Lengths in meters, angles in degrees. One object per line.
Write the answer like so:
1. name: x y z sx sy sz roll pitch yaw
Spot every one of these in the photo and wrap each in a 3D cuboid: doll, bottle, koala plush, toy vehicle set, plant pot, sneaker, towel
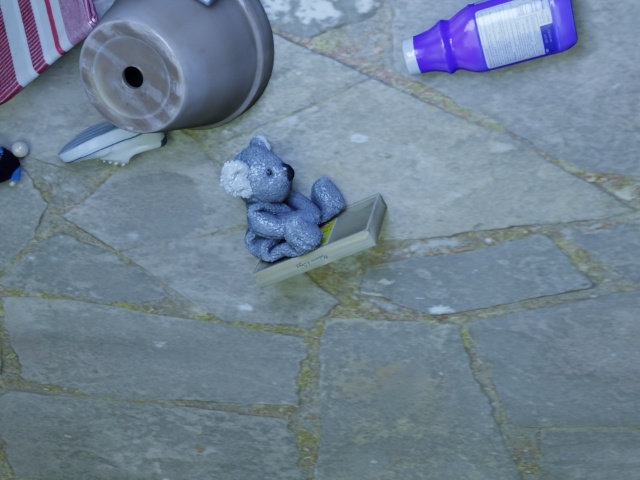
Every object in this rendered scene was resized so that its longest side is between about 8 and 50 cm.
1. doll: -0.733 -0.161 1.558 0.189 0.046 0.129 -33 133 -3
2. bottle: 0.284 -0.349 1.195 0.282 0.092 0.118 -12 113 21
3. koala plush: -0.103 -0.090 1.389 0.203 0.196 0.221 -18 115 34
4. toy vehicle set: 0.000 0.000 1.414 0.266 0.166 0.035 -21 111 24
5. plant pot: -0.275 -0.327 1.255 0.323 0.280 0.323 6 117 12
6. sneaker: -0.440 -0.195 1.478 0.258 0.094 0.091 -12 127 27
7. towel: -0.563 -0.420 1.353 0.329 0.037 0.237 -26 72 27

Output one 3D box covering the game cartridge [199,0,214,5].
1. game cartridge: -0.194 -0.565 1.162 0.198 0.062 0.297 31 89 3
